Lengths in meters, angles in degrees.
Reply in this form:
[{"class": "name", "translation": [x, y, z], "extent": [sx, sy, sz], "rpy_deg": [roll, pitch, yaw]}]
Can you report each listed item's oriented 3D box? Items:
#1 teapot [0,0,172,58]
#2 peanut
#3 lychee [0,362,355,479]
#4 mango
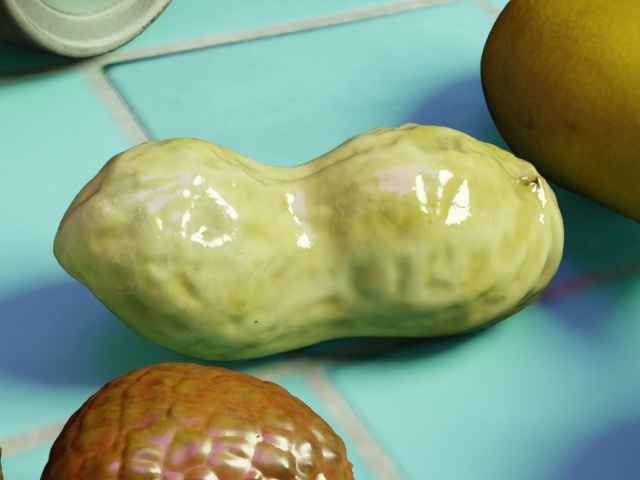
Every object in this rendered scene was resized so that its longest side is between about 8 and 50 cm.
[{"class": "teapot", "translation": [-0.249, -0.213, 0.759], "extent": [0.312, 0.233, 0.315], "rpy_deg": [18, 67, 22]}, {"class": "peanut", "translation": [0.000, 0.000, 0.600], "extent": [0.229, 0.103, 0.098], "rpy_deg": [-6, 28, -20]}, {"class": "lychee", "translation": [-0.054, 0.097, 0.484], "extent": [0.101, 0.140, 0.114], "rpy_deg": [46, 23, -11]}, {"class": "mango", "translation": [0.155, -0.065, 0.678], "extent": [0.138, 0.113, 0.253], "rpy_deg": [12, 21, -19]}]
